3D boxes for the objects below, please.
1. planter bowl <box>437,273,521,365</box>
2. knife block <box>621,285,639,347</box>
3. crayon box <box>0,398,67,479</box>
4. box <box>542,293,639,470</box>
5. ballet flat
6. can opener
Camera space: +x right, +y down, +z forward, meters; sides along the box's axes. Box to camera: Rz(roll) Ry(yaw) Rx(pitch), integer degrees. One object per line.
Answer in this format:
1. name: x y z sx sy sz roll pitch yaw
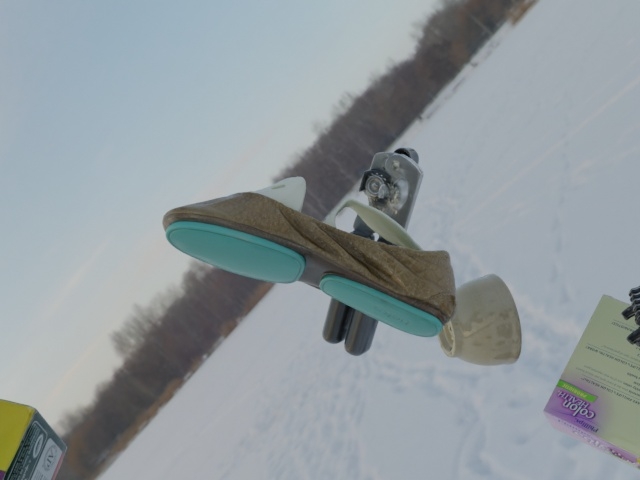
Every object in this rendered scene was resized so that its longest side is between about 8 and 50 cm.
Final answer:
1. planter bowl: 0.263 0.146 1.416 0.109 0.162 0.162 -10 -7 -10
2. knife block: 0.604 0.101 1.218 0.088 0.276 0.242 -75 -15 -55
3. crayon box: -0.417 0.276 0.613 0.106 0.313 0.362 87 -165 -56
4. box: 0.543 0.253 1.407 0.243 0.214 0.117 -58 -35 -13
5. ballet flat: 0.000 0.000 0.922 0.116 0.343 0.124 120 168 -63
6. can opener: 0.080 0.014 1.097 0.095 0.076 0.283 -17 -53 -56
